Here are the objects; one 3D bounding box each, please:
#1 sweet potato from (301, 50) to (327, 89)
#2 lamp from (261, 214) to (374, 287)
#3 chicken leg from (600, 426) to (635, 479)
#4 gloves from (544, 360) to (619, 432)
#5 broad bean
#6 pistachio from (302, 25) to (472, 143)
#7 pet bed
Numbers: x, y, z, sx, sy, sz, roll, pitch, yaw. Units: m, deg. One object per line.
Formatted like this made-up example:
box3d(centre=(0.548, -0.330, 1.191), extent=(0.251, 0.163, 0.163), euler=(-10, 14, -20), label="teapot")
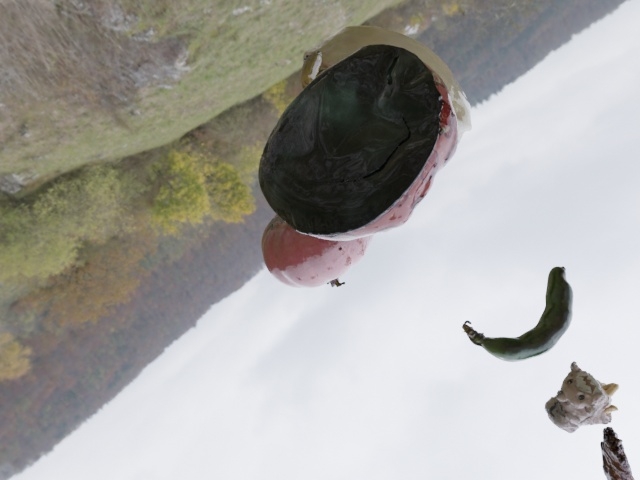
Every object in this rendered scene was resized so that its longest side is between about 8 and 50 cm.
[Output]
box3d(centre=(0.017, -0.245, 0.938), extent=(0.124, 0.098, 0.310), euler=(-54, 163, -26), label="sweet potato")
box3d(centre=(0.000, 0.000, 0.724), extent=(0.182, 0.140, 0.182), euler=(-30, -157, 14), label="lamp")
box3d(centre=(0.588, 0.470, 0.923), extent=(0.053, 0.205, 0.093), euler=(-18, 158, 16), label="chicken leg")
box3d(centre=(0.533, 0.332, 0.984), extent=(0.144, 0.094, 0.110), euler=(-65, -151, 13), label="gloves")
box3d(centre=(0.462, 0.173, 1.044), extent=(0.292, 0.144, 0.049), euler=(-29, 160, -12), label="broad bean")
box3d(centre=(0.152, -0.343, 1.143), extent=(0.365, 0.445, 0.281), euler=(-12, 133, -61), label="pistachio")
box3d(centre=(0.029, -0.089, 0.441), extent=(0.201, 0.053, 0.201), euler=(-16, -118, 33), label="pet bed")
